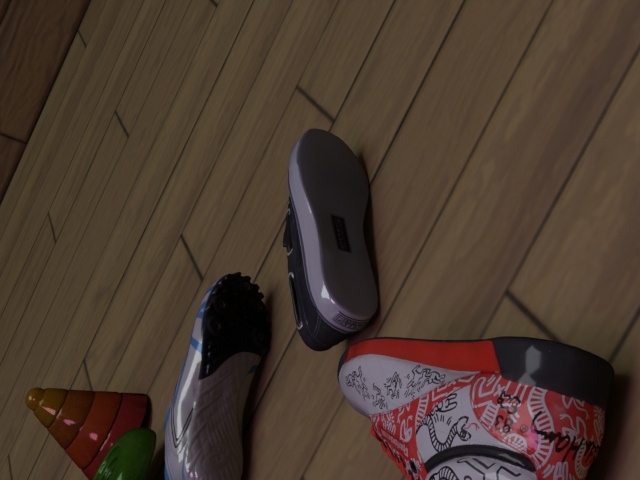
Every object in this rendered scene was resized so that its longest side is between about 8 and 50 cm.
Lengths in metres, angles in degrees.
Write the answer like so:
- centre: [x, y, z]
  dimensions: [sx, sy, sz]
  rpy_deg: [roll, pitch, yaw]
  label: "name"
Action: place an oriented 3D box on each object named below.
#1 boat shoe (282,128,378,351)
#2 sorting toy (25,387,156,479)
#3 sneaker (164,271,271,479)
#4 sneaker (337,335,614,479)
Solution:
- centre: [0.000, 0.000, 1.164]
  dimensions: [0.076, 0.080, 0.228]
  rpy_deg: [-48, 39, 37]
  label: "boat shoe"
- centre: [-0.257, 0.226, 1.387]
  dimensions: [0.127, 0.126, 0.365]
  rpy_deg: [-60, 15, 3]
  label: "sorting toy"
- centre: [-0.107, 0.140, 1.251]
  dimensions: [0.086, 0.085, 0.237]
  rpy_deg: [-21, 51, 46]
  label: "sneaker"
- centre: [0.074, 0.144, 0.859]
  dimensions: [0.270, 0.090, 0.145]
  rpy_deg: [-12, 58, 60]
  label: "sneaker"
